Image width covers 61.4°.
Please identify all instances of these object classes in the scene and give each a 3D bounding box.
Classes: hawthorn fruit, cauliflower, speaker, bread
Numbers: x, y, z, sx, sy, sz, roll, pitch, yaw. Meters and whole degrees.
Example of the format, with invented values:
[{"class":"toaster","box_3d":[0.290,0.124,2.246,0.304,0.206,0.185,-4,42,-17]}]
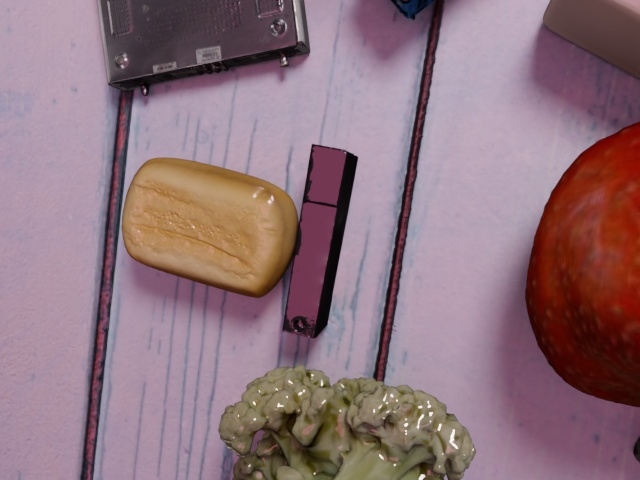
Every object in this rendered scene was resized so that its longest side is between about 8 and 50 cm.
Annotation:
[{"class":"hawthorn fruit","box_3d":[0.341,-0.004,0.496,0.286,0.287,0.331,4,69,12]},{"class":"cauliflower","box_3d":[0.003,0.250,0.573,0.327,0.281,0.261,-39,53,27]},{"class":"speaker","box_3d":[0.000,0.000,0.644,0.044,0.082,0.218,11,95,11]},{"class":"bread","box_3d":[-0.131,-0.019,0.664,0.217,0.098,0.148,19,99,13]}]

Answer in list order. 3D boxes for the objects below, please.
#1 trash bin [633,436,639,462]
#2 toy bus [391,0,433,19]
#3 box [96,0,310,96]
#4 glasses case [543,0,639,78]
[{"class":"trash bin","box_3d":[0.471,0.258,0.518,0.240,0.164,0.122,31,100,8]},{"class":"toy bus","box_3d":[0.137,-0.331,0.579,0.184,0.106,0.090,-36,89,7]},{"class":"box","box_3d":[-0.155,-0.302,0.677,0.269,0.045,0.211,-6,91,13]},{"class":"glasses case","box_3d":[0.388,-0.183,0.516,0.336,0.144,0.076,32,99,7]}]
